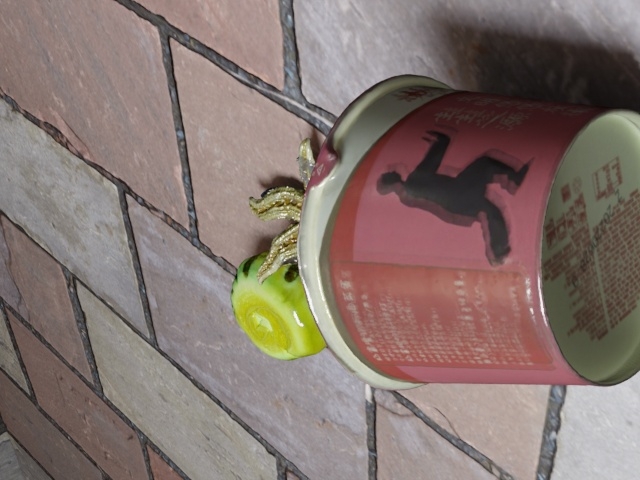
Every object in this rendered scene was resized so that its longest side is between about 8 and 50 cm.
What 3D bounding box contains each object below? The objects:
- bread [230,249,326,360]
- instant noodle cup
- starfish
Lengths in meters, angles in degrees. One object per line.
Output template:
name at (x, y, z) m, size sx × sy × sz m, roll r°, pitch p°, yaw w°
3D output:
bread at (-0.039, 0.072, 1.272) m, size 0.130 × 0.071 × 0.139 m, roll 47°, pitch 148°, yaw 9°
instant noodle cup at (0.127, 0.001, 0.799) m, size 0.178 × 0.235 × 0.235 m, roll 6°, pitch 125°, yaw 45°
starfish at (0.000, 0.000, 1.146) m, size 0.208 × 0.053 × 0.176 m, roll -29°, pitch 83°, yaw 56°
